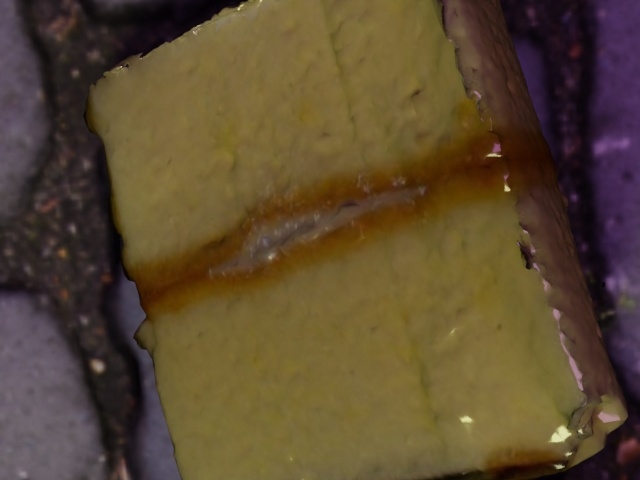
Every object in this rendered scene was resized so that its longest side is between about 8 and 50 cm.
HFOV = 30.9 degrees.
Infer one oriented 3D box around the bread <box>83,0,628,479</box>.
[{"bbox_3d":[0.000,0.000,0.570,0.236,0.198,0.264,-17,82,8],"label":"bread"}]
